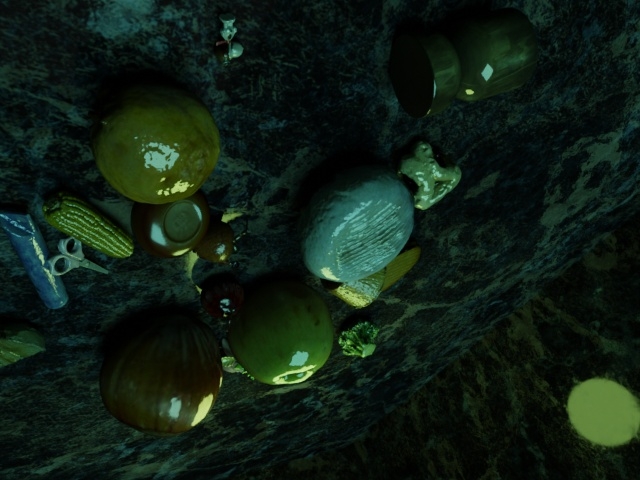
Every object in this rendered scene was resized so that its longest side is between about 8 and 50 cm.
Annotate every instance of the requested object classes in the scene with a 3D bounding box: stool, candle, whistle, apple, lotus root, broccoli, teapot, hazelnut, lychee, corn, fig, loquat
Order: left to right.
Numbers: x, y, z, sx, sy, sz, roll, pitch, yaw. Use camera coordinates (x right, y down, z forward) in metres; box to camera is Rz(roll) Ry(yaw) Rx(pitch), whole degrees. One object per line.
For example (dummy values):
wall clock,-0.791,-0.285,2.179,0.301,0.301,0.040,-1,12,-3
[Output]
lotus root,-0.768,0.242,1.194,0.143,0.070,0.144,-16,149,-9
whistle,-0.610,0.042,1.057,0.062,0.062,0.304,-15,144,-21
corn,-0.483,-0.029,1.045,0.080,0.080,0.231,-33,148,5
loquat,-0.291,-0.175,0.888,0.238,0.193,0.238,-16,140,-14
teapot,-0.347,-0.067,1.066,0.178,0.135,0.252,-53,135,-27
hazelnut,-0.449,0.389,1.436,0.372,0.315,0.372,-36,137,-43
candle,-0.285,0.051,1.346,0.026,0.021,0.167,-57,141,3
fig,-0.289,0.173,1.414,0.128,0.150,0.128,5,124,8
lychee,-0.251,-0.002,1.229,0.140,0.114,0.101,-7,175,-2
apple,-0.113,0.299,1.545,0.338,0.305,0.338,-22,147,-15
broccoli,0.163,0.405,2.040,0.195,0.156,0.195,-7,108,-23
stool,0.309,-0.388,1.072,0.264,0.179,0.179,-20,145,-15

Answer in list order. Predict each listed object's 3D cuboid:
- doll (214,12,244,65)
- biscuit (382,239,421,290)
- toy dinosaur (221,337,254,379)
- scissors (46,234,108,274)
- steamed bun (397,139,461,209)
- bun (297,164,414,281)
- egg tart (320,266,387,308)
doll,-0.169,-0.358,0.880,0.058,0.040,0.085,-36,153,-13
biscuit,0.227,0.113,1.753,0.318,0.040,0.318,-29,154,-16
toy dinosaur,-0.295,0.407,1.750,0.177,0.152,0.194,0,146,27
scissors,-0.546,0.049,1.128,0.189,0.015,0.100,59,53,-69
steamed bun,0.283,-0.198,1.358,0.172,0.141,0.155,-39,132,9
bun,0.091,-0.054,1.314,0.362,0.211,0.362,-22,145,-16
egg tart,0.091,0.107,1.557,0.147,0.202,0.202,19,124,-38
